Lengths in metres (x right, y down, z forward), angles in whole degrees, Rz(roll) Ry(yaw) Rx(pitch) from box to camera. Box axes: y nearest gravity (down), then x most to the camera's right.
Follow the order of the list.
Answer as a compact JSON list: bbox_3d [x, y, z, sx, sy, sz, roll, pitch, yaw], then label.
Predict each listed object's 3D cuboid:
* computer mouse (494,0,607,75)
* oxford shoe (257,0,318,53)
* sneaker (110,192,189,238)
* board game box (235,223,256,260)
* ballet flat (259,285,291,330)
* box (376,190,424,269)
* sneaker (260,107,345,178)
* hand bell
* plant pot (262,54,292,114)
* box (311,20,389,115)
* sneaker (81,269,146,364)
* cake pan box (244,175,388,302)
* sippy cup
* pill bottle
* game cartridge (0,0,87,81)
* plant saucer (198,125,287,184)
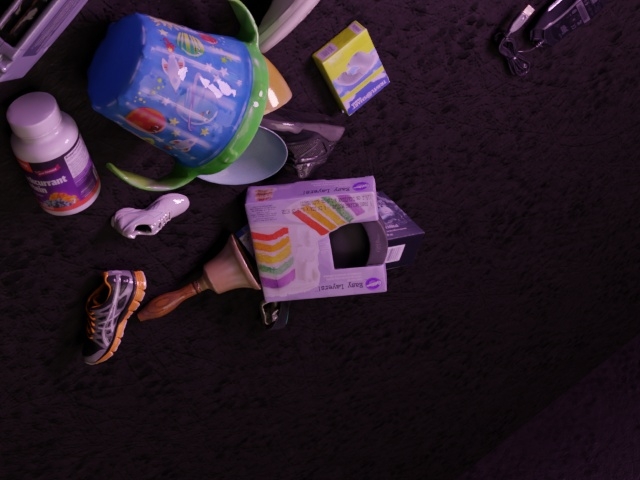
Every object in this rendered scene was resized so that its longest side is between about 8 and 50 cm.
[{"bbox_3d":[0.473,-0.473,2.297,0.262,0.060,0.184,-40,149,15],"label":"computer mouse"},{"bbox_3d":[0.006,-0.504,1.786,0.130,0.169,0.449,33,114,-11],"label":"oxford shoe"},{"bbox_3d":[-0.303,-0.039,1.996,0.152,0.061,0.054,-23,137,-28],"label":"sneaker"},{"bbox_3d":[-0.118,-0.014,2.223,0.090,0.020,0.090,-39,143,-6],"label":"board game box"},{"bbox_3d":[-0.095,0.118,2.336,0.074,0.074,0.203,-17,138,-31],"label":"ballet flat"},{"bbox_3d":[0.105,-0.017,2.311,0.156,0.158,0.093,-10,133,-37],"label":"box"},{"bbox_3d":[-0.059,-0.181,2.060,0.227,0.087,0.130,3,117,-51],"label":"sneaker"},{"bbox_3d":[-0.252,0.097,2.163,0.242,0.126,0.126,-28,142,0],"label":"hand bell"},{"bbox_3d":[-0.127,-0.275,1.888,0.134,0.134,0.095,-28,116,-20],"label":"plant pot"},{"bbox_3d":[0.062,-0.319,2.076,0.109,0.042,0.178,-40,142,-5],"label":"box"},{"bbox_3d":[-0.409,0.139,2.064,0.083,0.084,0.215,16,111,-35],"label":"sneaker"},{"bbox_3d":[0.000,0.000,2.160,0.267,0.070,0.246,-4,125,5],"label":"cake pan box"},{"bbox_3d":[-0.238,-0.247,1.737,0.224,0.305,0.240,21,154,-40],"label":"sippy cup"},{"bbox_3d":[-0.428,-0.140,1.740,0.108,0.108,0.193,-31,141,-16],"label":"pill bottle"},{"bbox_3d":[-0.366,-0.352,1.538,0.062,0.198,0.297,39,97,-13],"label":"game cartridge"},{"bbox_3d":[-0.157,-0.168,1.976,0.195,0.037,0.195,-2,150,-1],"label":"plant saucer"}]
